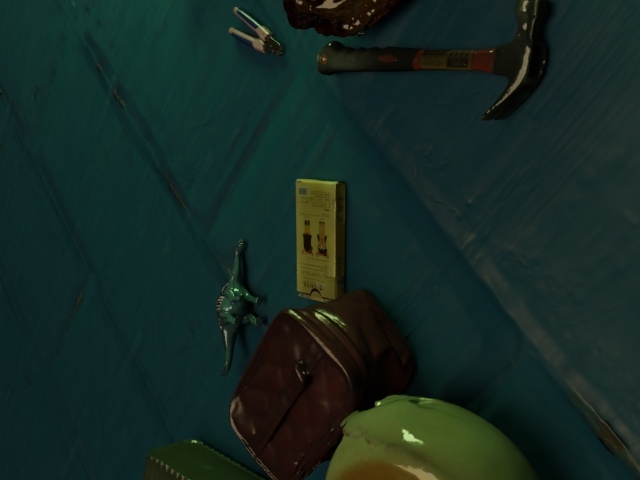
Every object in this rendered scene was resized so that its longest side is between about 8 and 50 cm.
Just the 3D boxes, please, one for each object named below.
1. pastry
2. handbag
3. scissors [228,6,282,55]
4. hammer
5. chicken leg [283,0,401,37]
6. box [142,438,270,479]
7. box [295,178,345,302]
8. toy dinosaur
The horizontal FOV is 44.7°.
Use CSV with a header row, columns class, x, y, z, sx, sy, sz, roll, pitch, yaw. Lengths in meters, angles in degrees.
class,x,y,z,sx,sy,sz,roll,pitch,yaw
pastry,0.112,0.281,0.767,0.264,0.133,0.265,16,116,35
handbag,-0.004,0.170,0.896,0.146,0.135,0.225,50,128,25
scissors,-0.083,-0.266,1.006,0.113,0.012,0.039,40,123,37
hammer,0.101,-0.187,0.803,0.287,0.033,0.111,15,106,46
chicken leg,0.045,-0.322,0.760,0.322,0.177,0.083,-31,38,46
box,-0.166,0.409,1.121,0.274,0.138,0.178,13,99,43
box,0.000,0.000,0.950,0.073,0.020,0.149,10,103,46
toy dinosaur,-0.116,0.097,1.076,0.080,0.045,0.198,19,103,58
